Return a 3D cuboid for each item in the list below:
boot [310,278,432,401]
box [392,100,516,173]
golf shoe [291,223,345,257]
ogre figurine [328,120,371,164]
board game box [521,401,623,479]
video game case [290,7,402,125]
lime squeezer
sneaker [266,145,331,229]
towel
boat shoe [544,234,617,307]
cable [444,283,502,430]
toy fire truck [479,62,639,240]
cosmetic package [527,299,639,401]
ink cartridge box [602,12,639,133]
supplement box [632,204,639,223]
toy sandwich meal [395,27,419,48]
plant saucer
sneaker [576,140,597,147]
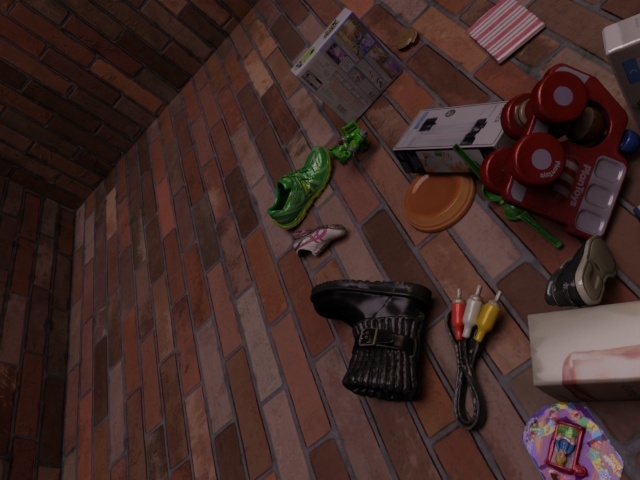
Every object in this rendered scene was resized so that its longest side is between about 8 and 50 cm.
[{"bbox_3d":[0.091,0.230,1.220,0.348,0.131,0.259,-5,62,42],"label":"boot"},{"bbox_3d":[0.346,-0.252,1.280,0.290,0.087,0.169,10,55,47],"label":"box"},{"bbox_3d":[0.000,0.000,1.520,0.186,0.068,0.085,-14,83,38],"label":"golf shoe"},{"bbox_3d":[0.087,-0.296,1.582,0.118,0.097,0.197,-47,-3,5],"label":"ogre figurine"},{"bbox_3d":[0.423,0.359,0.887,0.133,0.033,0.168,-40,44,20],"label":"board game box"},{"bbox_3d":[0.085,-0.528,1.604,0.244,0.270,0.061,-45,40,13],"label":"video game case"},{"bbox_3d":[0.415,-0.098,1.144,0.059,0.110,0.310,-39,72,-3],"label":"lime squeezer"},{"bbox_3d":[-0.066,-0.177,1.641,0.109,0.124,0.295,22,81,50],"label":"sneaker"},{"bbox_3d":[0.503,-0.576,1.414,0.144,0.029,0.197,-39,46,20],"label":"towel"},{"bbox_3d":[0.466,0.053,0.923,0.079,0.233,0.084,-33,87,44],"label":"boat shoe"},{"bbox_3d":[0.292,0.233,1.067,0.140,0.072,0.287,-3,64,50],"label":"cable"},{"bbox_3d":[0.483,-0.175,1.016,0.169,0.254,0.301,156,136,-84],"label":"toy fire truck"},{"bbox_3d":[0.509,0.179,0.827,0.296,0.153,0.129,-16,56,39],"label":"cosmetic package"},{"bbox_3d":[0.658,-0.297,0.871,0.261,0.296,0.066,-16,56,38],"label":"ink cartridge box"},{"bbox_3d":[0.616,-0.041,0.913,0.083,0.083,0.056,-38,45,22],"label":"supplement box"},{"bbox_3d":[0.281,-0.652,1.679,0.086,0.029,0.085,-28,47,36],"label":"toy sandwich meal"},{"bbox_3d":[0.294,-0.116,1.315,0.200,0.037,0.199,-25,50,33],"label":"plant saucer"},{"bbox_3d":[0.531,-0.159,1.106,0.161,0.057,0.075,-19,79,26],"label":"sneaker"}]
